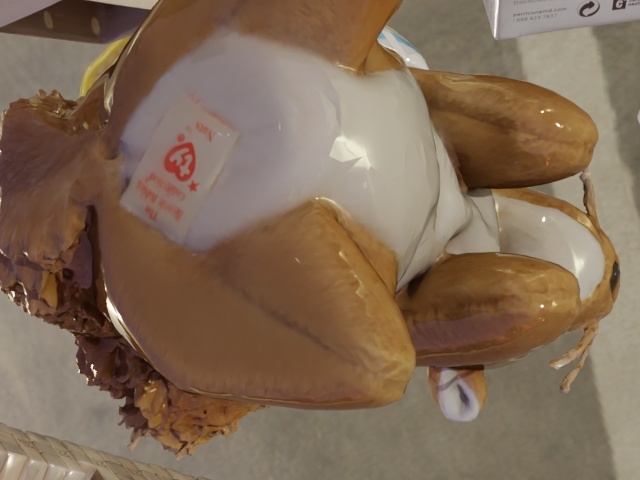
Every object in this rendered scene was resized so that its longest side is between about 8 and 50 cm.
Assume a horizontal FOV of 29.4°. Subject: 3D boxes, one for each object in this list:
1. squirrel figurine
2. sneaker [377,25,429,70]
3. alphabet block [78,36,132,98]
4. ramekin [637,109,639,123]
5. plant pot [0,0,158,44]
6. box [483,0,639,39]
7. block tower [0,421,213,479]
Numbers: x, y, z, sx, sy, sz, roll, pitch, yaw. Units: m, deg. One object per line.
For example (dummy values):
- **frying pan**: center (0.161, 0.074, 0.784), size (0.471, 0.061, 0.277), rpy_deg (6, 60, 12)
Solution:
- **squirrel figurine**: center (0.000, 0.000, 0.809), size (0.397, 0.370, 0.281), rpy_deg (-12, 72, 31)
- **sneaker**: center (0.046, -0.254, 1.588), size (0.087, 0.228, 0.092), rpy_deg (-44, 29, 24)
- **alphabet block**: center (-0.141, -0.138, 1.361), size (0.193, 0.197, 0.192), rpy_deg (-39, 34, 28)
- **ramekin**: center (0.492, -0.159, 1.299), size (0.277, 0.277, 0.135), rpy_deg (26, 114, 38)
- **plant pot**: center (-0.182, -0.214, 0.939), size (0.109, 0.109, 0.096), rpy_deg (-9, 84, 44)
- **box**: center (0.198, -0.251, 0.839), size (0.182, 0.181, 0.119), rpy_deg (82, -179, -50)
- **block tower**: center (-0.222, 0.219, 1.015), size (0.091, 0.335, 0.097), rpy_deg (24, 90, 62)
